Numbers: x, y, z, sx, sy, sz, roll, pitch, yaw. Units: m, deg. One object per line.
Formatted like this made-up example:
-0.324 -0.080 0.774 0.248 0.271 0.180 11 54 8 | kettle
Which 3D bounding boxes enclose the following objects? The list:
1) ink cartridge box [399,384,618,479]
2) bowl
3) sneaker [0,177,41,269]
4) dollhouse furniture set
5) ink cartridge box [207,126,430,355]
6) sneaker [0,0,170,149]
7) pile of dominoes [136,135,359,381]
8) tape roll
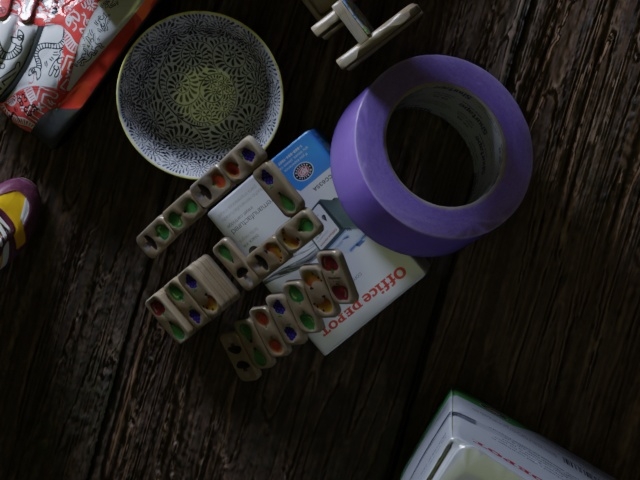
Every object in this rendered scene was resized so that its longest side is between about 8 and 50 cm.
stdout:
0.186 0.262 1.790 0.211 0.289 0.121 31 97 2 | ink cartridge box
-0.118 -0.148 1.883 0.170 0.080 0.170 0 95 4 | bowl
-0.347 0.010 1.890 0.069 0.084 0.185 40 73 -12 | sneaker
0.028 -0.296 1.775 0.161 0.242 0.212 -37 92 7 | dollhouse furniture set
0.000 0.000 1.887 0.140 0.082 0.190 -40 89 7 | ink cartridge box
-0.250 -0.238 1.881 0.145 0.090 0.270 37 100 -2 | sneaker
-0.082 0.034 1.841 0.196 0.040 0.251 50 137 -1 | pile of dominoes
0.110 -0.083 1.829 0.189 0.080 0.189 4 76 -18 | tape roll
